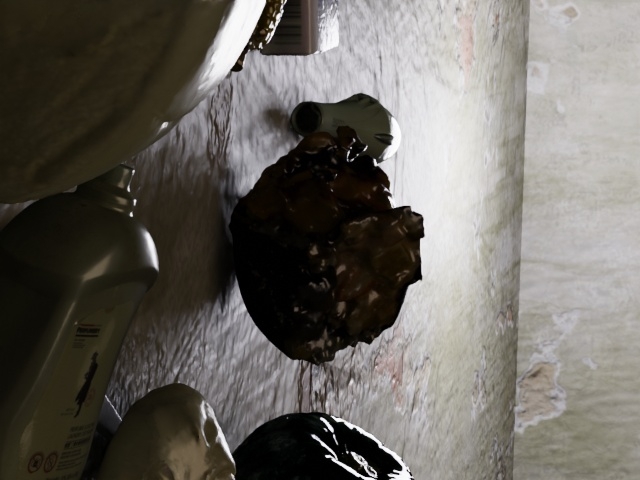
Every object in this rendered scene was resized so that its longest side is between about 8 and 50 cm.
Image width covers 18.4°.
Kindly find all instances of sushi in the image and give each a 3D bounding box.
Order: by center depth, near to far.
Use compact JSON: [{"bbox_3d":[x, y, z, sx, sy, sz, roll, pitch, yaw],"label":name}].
[{"bbox_3d":[0.003,-0.006,2.058,0.213,0.204,0.200,-6,131,-39],"label":"sushi"}]

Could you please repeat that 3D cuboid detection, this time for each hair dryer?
[{"bbox_3d":[0.009,-0.084,2.293,0.225,0.088,0.219,-66,153,-15],"label":"hair dryer"}]

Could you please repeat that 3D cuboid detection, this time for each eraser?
[{"bbox_3d":[-0.024,-0.304,2.087,0.124,0.068,0.210,-33,125,-71],"label":"eraser"}]

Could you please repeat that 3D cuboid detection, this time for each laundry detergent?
[{"bbox_3d":[-0.185,0.064,1.389,0.253,0.091,0.181,-69,158,3],"label":"laundry detergent"}]

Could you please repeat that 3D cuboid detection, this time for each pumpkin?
[{"bbox_3d":[0.005,0.282,2.025,0.163,0.233,0.233,-55,173,17],"label":"pumpkin"}]

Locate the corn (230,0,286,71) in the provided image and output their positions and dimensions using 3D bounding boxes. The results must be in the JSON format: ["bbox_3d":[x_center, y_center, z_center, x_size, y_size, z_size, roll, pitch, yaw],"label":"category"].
[{"bbox_3d":[-0.075,-0.283,1.851,0.097,0.097,0.261,48,43,-70],"label":"corn"}]

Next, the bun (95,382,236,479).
[{"bbox_3d":[-0.126,0.216,1.711,0.183,0.102,0.183,18,90,-76],"label":"bun"}]

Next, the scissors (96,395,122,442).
[{"bbox_3d":[-0.195,0.115,1.614,0.360,0.029,0.191,64,32,-61],"label":"scissors"}]

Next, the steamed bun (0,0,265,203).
[{"bbox_3d":[-0.148,-0.162,1.280,0.290,0.272,0.273,-52,144,-59],"label":"steamed bun"}]
